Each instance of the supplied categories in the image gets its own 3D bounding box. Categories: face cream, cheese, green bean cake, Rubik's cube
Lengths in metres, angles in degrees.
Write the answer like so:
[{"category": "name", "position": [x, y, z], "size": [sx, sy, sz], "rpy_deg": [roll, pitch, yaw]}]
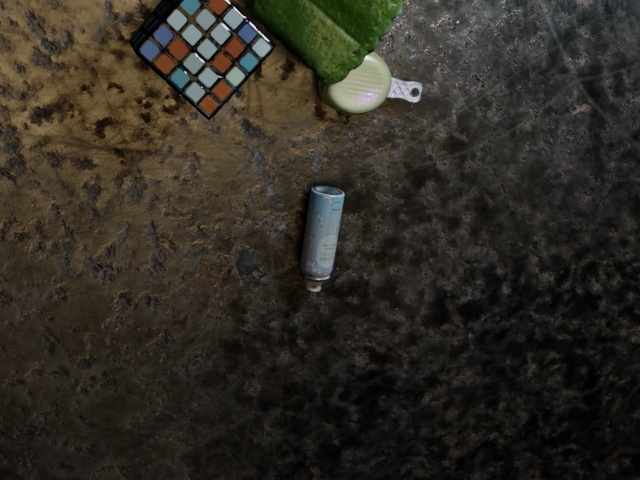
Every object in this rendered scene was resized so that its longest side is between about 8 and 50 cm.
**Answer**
[{"category": "face cream", "position": [0.000, 0.000, 1.628], "size": [0.075, 0.075, 0.230], "rpy_deg": [2, 110, -18]}, {"category": "cheese", "position": [0.108, -0.323, 1.544], "size": [0.227, 0.064, 0.137], "rpy_deg": [6, 112, -18]}, {"category": "green bean cake", "position": [0.010, -0.442, 1.393], "size": [0.248, 0.125, 0.222], "rpy_deg": [40, 110, -9]}, {"category": "Rubik's cube", "position": [-0.220, -0.359, 1.361], "size": [0.187, 0.182, 0.184], "rpy_deg": [38, 97, -25]}]
